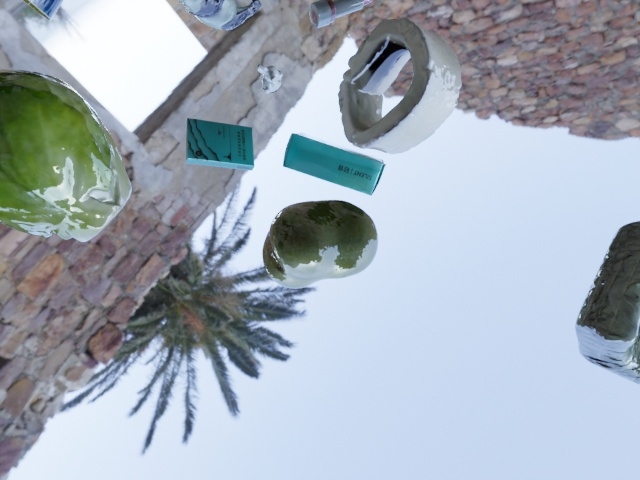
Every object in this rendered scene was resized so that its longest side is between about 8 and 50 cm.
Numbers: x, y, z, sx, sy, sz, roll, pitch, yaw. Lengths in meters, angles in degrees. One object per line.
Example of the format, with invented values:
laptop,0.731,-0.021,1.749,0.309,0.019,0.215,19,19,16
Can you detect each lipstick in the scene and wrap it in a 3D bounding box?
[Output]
lipstick,0.063,-0.644,1.315,0.186,0.057,0.063,-25,167,-15

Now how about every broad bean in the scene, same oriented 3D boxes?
broad bean,0.000,0.000,0.929,0.189,0.263,0.121,51,-48,24

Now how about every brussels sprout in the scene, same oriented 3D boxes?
brussels sprout,-0.400,-0.117,0.677,0.219,0.271,0.210,-47,-168,12

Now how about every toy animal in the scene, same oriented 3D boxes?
toy animal,-0.176,-0.574,1.678,0.085,0.071,0.124,-53,178,-20
toy animal,-0.223,-0.506,0.983,0.121,0.093,0.225,-35,180,18

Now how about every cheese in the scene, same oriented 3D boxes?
cheese,0.196,-0.400,1.280,0.332,0.153,0.292,-42,-122,37

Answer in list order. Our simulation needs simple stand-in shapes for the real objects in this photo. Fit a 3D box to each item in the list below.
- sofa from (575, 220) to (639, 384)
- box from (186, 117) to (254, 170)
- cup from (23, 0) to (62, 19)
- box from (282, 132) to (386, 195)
sofa,0.519,0.114,0.736,0.176,0.225,0.210,23,-107,39
box,-0.342,-0.328,1.635,0.042,0.227,0.160,136,-49,-58
cup,-0.644,-0.620,1.118,0.155,0.131,0.176,-52,-150,-2
box,0.047,-0.254,1.573,0.205,0.312,0.118,-70,178,-74
